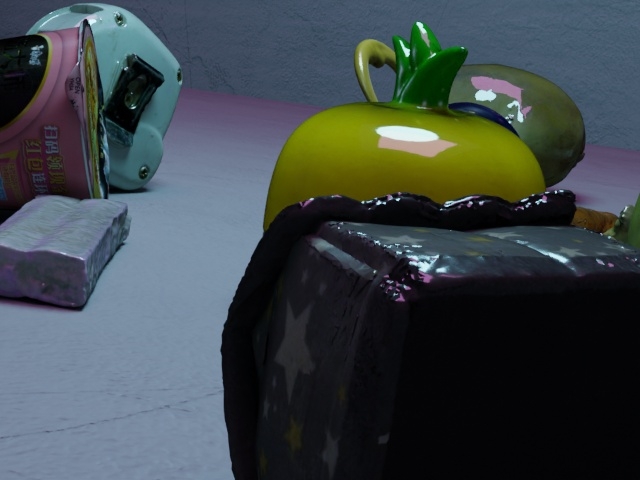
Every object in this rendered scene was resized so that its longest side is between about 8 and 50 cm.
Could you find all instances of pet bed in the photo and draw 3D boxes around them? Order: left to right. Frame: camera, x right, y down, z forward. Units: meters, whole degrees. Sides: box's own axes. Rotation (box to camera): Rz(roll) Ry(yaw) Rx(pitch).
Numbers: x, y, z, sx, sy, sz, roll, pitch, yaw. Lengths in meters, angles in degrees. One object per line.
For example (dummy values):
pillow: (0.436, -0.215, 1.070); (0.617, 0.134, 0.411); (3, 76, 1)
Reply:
pet bed: (0.068, 0.068, 0.606); (0.210, 0.183, 0.159); (-3, 20, -30)

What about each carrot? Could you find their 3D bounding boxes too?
carrot: (0.344, -0.018, 1.523); (0.060, 0.060, 0.186); (16, 14, 40)

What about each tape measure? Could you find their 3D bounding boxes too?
tape measure: (-0.301, -0.189, 1.522); (0.125, 0.246, 0.243); (16, -7, 36)

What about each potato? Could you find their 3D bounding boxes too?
potato: (0.287, -0.193, 1.959); (0.326, 0.221, 0.243); (16, 5, 28)

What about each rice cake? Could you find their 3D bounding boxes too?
rice cake: (-0.251, 0.000, 1.094); (0.106, 0.050, 0.298); (6, 11, -3)

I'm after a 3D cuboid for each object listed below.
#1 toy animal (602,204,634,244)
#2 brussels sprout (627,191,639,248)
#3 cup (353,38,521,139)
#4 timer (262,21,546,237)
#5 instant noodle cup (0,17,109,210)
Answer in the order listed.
toy animal: (0.367, 0.011, 1.342); (0.218, 0.103, 0.101); (-6, -3, -41)
brussels sprout: (0.361, 0.010, 0.831); (0.242, 0.317, 0.273); (-28, 6, -34)
cup: (0.095, -0.100, 1.387); (0.255, 0.178, 0.256); (42, 25, 18)
timer: (0.082, -0.062, 1.039); (0.285, 0.285, 0.285); (6, 11, -1)
instant noodle cup: (-0.375, -0.126, 1.289); (0.255, 0.244, 0.244); (-4, 12, -6)
